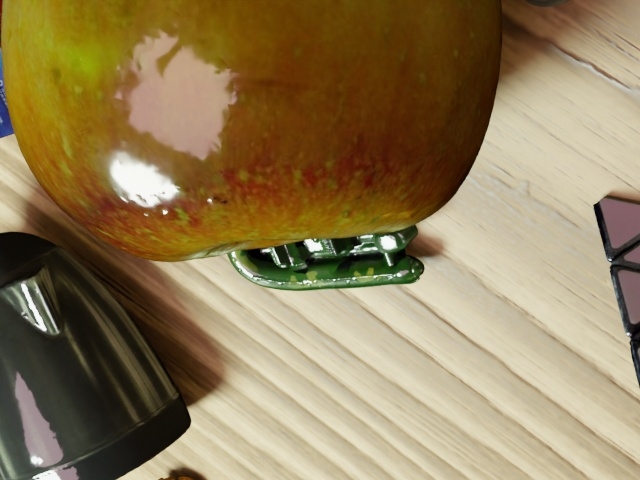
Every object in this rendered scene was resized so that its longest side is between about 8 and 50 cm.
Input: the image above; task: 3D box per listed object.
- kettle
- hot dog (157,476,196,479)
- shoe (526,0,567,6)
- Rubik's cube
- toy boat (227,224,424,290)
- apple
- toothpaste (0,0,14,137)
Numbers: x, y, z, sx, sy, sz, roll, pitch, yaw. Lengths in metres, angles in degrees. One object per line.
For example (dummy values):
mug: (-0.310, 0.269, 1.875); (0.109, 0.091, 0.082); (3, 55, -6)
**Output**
kettle: (-0.280, 0.112, 1.368); (0.207, 0.251, 0.271); (-24, 98, 11)
hot dog: (-0.145, 0.339, 1.495); (0.071, 0.045, 0.165); (-5, 116, 39)
shoe: (0.186, -0.224, 0.876); (0.079, 0.078, 0.195); (46, 137, 2)
Rubik's cube: (0.291, 0.017, 0.987); (0.190, 0.211, 0.178); (-40, 69, 12)
toy boat: (0.000, 0.000, 1.168); (0.210, 0.052, 0.104); (-6, 117, 36)
apple: (-0.052, -0.160, 0.927); (0.374, 0.374, 0.384); (55, 166, -8)
toothpaste: (-0.342, -0.255, 1.229); (0.076, 0.066, 0.320); (-10, 112, 39)
